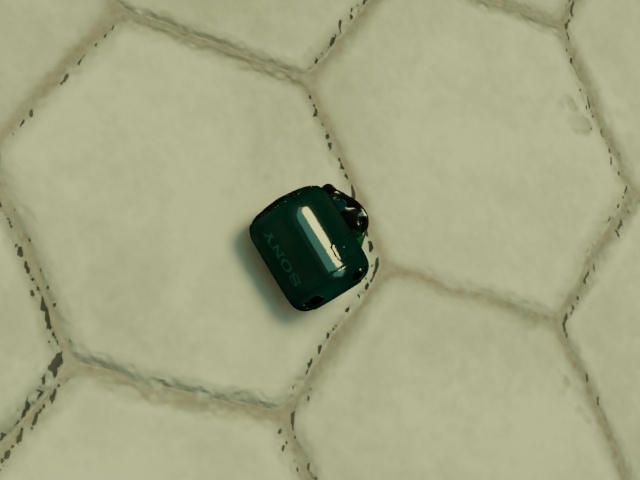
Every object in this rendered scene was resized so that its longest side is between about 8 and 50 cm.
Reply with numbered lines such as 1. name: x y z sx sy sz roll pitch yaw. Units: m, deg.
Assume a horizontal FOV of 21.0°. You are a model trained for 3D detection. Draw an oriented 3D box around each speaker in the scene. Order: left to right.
1. speaker: -0.003 0.002 1.153 0.075 0.060 0.094 60 18 1
